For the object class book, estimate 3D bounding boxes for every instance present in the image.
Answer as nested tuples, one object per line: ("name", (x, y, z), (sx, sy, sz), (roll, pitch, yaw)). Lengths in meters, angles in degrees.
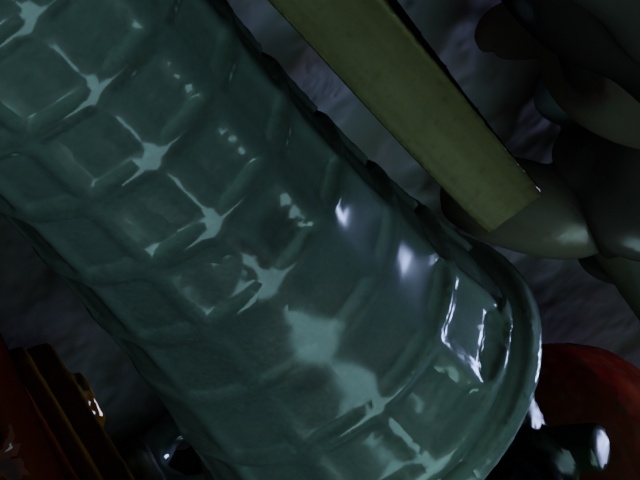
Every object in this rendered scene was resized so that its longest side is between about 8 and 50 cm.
("book", (-0.021, -0.106, 0.485), (0.026, 0.161, 0.231), (-37, 144, 8))

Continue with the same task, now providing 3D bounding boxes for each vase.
("vase", (-0.056, -0.034, 0.522), (0.143, 0.143, 0.299), (-38, 129, 2))

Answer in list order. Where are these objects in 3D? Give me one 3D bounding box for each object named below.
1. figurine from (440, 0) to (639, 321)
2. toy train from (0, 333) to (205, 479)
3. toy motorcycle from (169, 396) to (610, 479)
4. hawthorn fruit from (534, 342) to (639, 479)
("figurine", (0.148, -0.084, 0.595), (0.203, 0.248, 0.380), (5, 142, 7))
("toy train", (-0.205, 0.128, 0.598), (0.369, 0.163, 0.231), (-25, 130, -16))
("toy motorcycle", (0.042, 0.154, 0.743), (0.205, 0.275, 0.127), (63, 39, -27))
("hawthorn fruit", (0.129, 0.152, 0.860), (0.179, 0.200, 0.179), (-30, 148, -22))
